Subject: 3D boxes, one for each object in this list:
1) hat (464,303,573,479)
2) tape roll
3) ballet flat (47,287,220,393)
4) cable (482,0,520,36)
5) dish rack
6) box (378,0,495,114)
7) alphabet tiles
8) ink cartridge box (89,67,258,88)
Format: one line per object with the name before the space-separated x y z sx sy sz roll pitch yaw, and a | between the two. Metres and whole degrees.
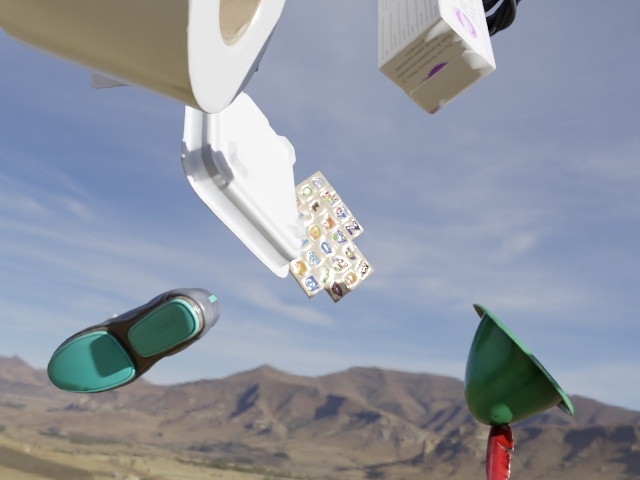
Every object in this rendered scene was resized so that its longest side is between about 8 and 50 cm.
hat | 0.190 0.207 0.917 0.173 0.183 0.208 49 1 -23
tape roll | -0.127 -0.243 0.589 0.169 0.246 0.246 20 -15 5
ballet flat | -0.181 0.097 0.738 0.203 0.074 0.074 -26 -30 24
cable | 0.172 -0.322 0.855 0.150 0.184 0.047 17 20 -2
dish rack | -0.114 -0.131 1.226 0.072 0.333 0.285 -28 -49 17
box | 0.093 -0.238 0.651 0.063 0.324 0.067 35 -53 -27
alphabet tiles | 0.000 0.000 1.501 0.237 0.198 0.009 53 -31 -1
ink cartridge box | -0.162 -0.228 0.786 0.180 0.104 0.060 -10 -19 -11
